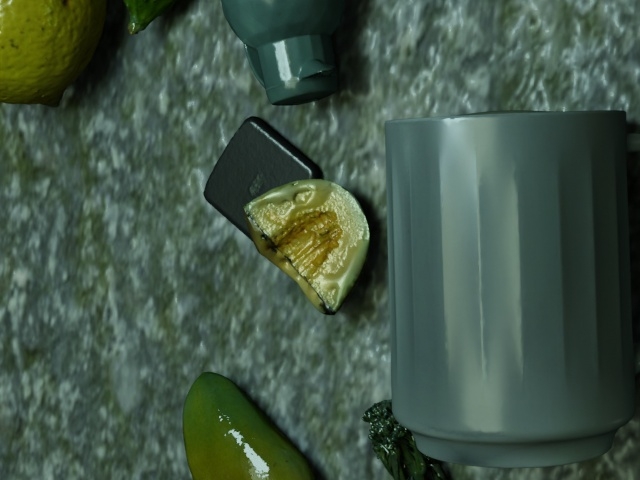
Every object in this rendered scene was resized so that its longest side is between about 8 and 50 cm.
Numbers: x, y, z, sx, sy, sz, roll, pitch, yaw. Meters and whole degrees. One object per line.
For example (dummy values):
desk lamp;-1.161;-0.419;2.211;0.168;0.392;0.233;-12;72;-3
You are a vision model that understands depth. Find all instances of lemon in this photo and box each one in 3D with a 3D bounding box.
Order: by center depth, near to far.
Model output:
lemon;-0.376;-0.297;1.601;0.228;0.228;0.254;20;103;29

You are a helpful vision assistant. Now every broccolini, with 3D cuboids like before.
broccolini;0.136;0.360;1.432;0.078;0.074;0.392;-28;79;39

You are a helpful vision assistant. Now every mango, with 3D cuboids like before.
mango;-0.092;0.274;1.564;0.237;0.091;0.137;46;112;26

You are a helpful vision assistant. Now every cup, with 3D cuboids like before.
cup;0.225;0.038;1.273;0.322;0.237;0.327;-3;93;2

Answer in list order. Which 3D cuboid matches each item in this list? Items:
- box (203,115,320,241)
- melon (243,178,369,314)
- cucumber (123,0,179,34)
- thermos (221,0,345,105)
box;-0.068;-0.065;1.549;0.125;0.027;0.126;41;114;19
melon;0.000;0.000;1.488;0.128;0.079;0.160;-42;77;6
cucumber;-0.196;-0.363;1.541;0.134;0.134;0.245;23;111;28
thermos;-0.053;-0.291;1.451;0.182;0.144;0.287;-7;93;65
